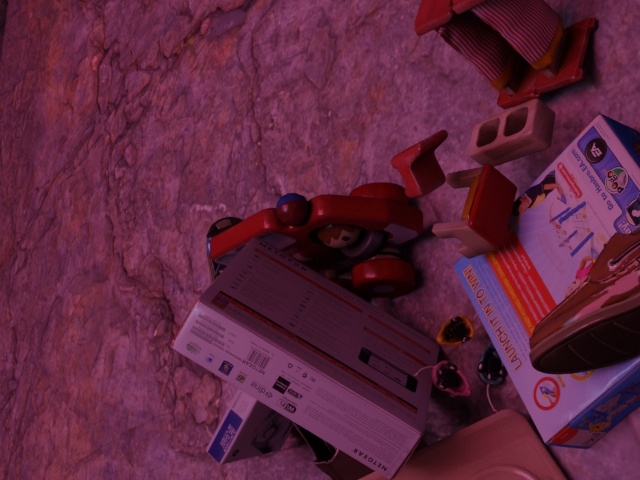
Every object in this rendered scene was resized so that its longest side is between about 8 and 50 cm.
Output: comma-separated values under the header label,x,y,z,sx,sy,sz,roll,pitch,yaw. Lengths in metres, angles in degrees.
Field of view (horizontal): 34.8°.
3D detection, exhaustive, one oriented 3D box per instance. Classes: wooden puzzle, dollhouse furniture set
label,x,y,z,sx,sy,sz,roll,pitch,yaw
wooden puzzle,0.195,0.420,1.271,0.322,0.080,0.347,-25,50,-6
dollhouse furniture set,0.223,-0.192,1.365,0.152,0.201,0.374,-20,45,49

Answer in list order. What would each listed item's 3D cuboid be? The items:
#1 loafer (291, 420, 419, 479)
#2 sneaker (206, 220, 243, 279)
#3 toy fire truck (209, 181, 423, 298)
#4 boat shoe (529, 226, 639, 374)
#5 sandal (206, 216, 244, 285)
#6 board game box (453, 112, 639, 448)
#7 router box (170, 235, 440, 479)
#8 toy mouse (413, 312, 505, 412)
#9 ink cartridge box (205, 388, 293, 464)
label,x,y,z,sx,sy,sz,roll,pitch,yaw
loafer,0.051,0.327,1.492,0.366,0.130,0.133,48,118,24
sneaker,-0.114,0.100,1.812,0.340,0.140,0.125,-111,18,-44
toy fire truck,0.000,0.000,1.625,0.302,0.254,0.169,-25,60,46
boat shoe,0.359,0.045,1.139,0.307,0.111,0.104,-35,48,28
sandal,-0.165,0.105,1.945,0.086,0.120,0.302,119,153,-66
board game box,0.347,0.053,1.300,0.302,0.086,0.308,-50,44,30
router box,-0.004,0.149,1.425,0.082,0.336,0.301,-60,-2,19
toy mouse,0.205,0.180,1.428,0.143,0.161,0.031,59,152,4
ink cartridge box,-0.060,0.254,1.669,0.045,0.224,0.223,37,110,28
